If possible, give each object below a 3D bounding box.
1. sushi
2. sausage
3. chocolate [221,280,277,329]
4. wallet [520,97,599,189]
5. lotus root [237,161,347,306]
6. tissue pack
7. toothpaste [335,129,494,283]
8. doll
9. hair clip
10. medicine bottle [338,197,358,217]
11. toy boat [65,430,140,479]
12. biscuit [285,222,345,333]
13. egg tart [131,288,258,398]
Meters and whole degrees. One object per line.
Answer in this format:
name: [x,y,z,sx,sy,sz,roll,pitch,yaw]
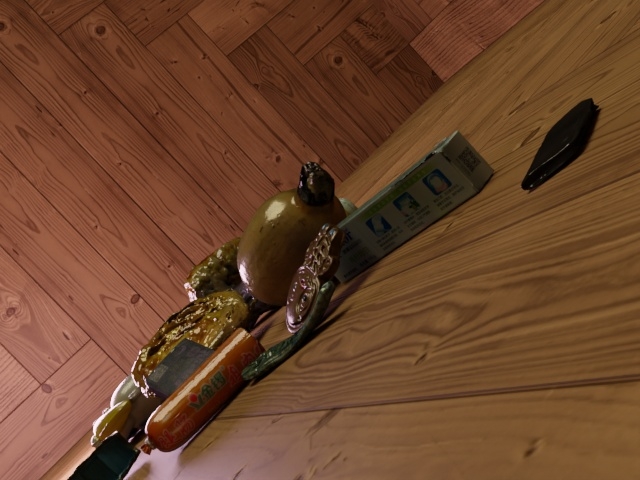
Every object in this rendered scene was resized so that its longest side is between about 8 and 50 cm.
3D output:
sushi: [-0.199,0.097,2.120,0.274,0.184,0.139,-41,8,-28]
sausage: [-0.182,0.238,1.336,0.234,0.071,0.071,-45,5,-18]
chocolate: [-0.152,0.129,1.879,0.248,0.110,0.110,-36,8,35]
wallet: [0.267,-0.110,0.974,0.082,0.018,0.157,-41,5,34]
lotus root: [-0.038,-0.012,1.510,0.183,0.182,0.310,-48,-12,-48]
tissue pack: [-0.226,0.235,1.522,0.112,0.051,0.156,-47,31,-23]
toothpaste: [0.110,-0.041,1.296,0.067,0.081,0.336,-47,6,-40]
doll: [-0.399,0.357,1.902,0.252,0.111,0.237,-46,-10,-20]
hair clip: [-0.041,0.137,1.256,0.229,0.036,0.066,-48,-2,34]
medicine bottle: [0.000,0.000,1.946,0.218,0.074,0.074,-47,6,-28]
toy boat: [-0.387,0.410,1.485,0.185,0.075,0.077,-47,-3,-12]
biscuit: [-0.013,0.057,1.319,0.175,0.026,0.124,-68,22,6]
egg tart: [-0.231,0.215,1.727,0.297,0.132,0.297,-35,20,15]
